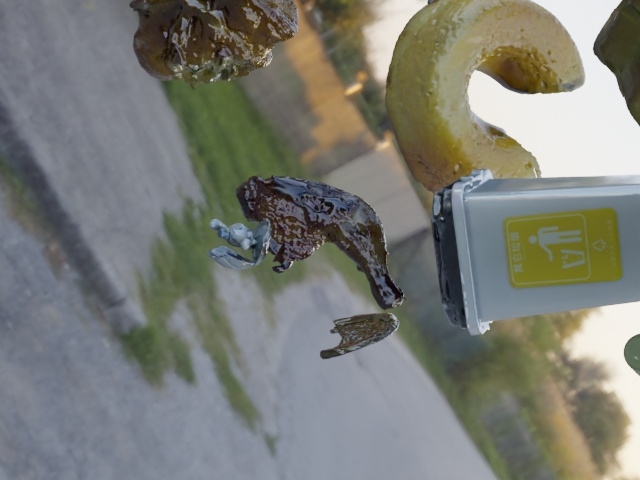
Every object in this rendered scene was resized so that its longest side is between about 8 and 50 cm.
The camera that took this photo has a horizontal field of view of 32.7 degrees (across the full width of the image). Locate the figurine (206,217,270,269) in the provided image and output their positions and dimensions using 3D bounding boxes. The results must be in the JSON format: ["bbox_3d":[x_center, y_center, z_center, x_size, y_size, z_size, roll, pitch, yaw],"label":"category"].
[{"bbox_3d":[-0.121,0.003,1.611,0.094,0.086,0.082,-144,-116,-72],"label":"figurine"}]

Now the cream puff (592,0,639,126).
[{"bbox_3d":[0.459,-0.281,1.236,0.276,0.378,0.378,21,25,-26],"label":"cream puff"}]

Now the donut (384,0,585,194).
[{"bbox_3d":[0.321,-0.291,2.153,0.378,0.435,0.163,24,-1,-24],"label":"donut"}]

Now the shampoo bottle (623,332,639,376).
[{"bbox_3d":[0.653,0.238,2.136,0.162,0.079,0.079,35,24,-53],"label":"shampoo bottle"}]

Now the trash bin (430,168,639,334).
[{"bbox_3d":[0.386,-0.001,1.761,0.296,0.368,0.255,-25,108,-68],"label":"trash bin"}]

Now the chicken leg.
[{"bbox_3d":[0.007,-0.010,1.786,0.323,0.177,0.083,20,-19,-4],"label":"chicken leg"}]

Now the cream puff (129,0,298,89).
[{"bbox_3d":[-0.163,-0.335,1.614,0.241,0.269,0.155,58,12,27],"label":"cream puff"}]

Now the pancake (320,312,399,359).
[{"bbox_3d":[0.056,0.169,1.982,0.190,0.184,0.020,6,-65,63],"label":"pancake"}]
